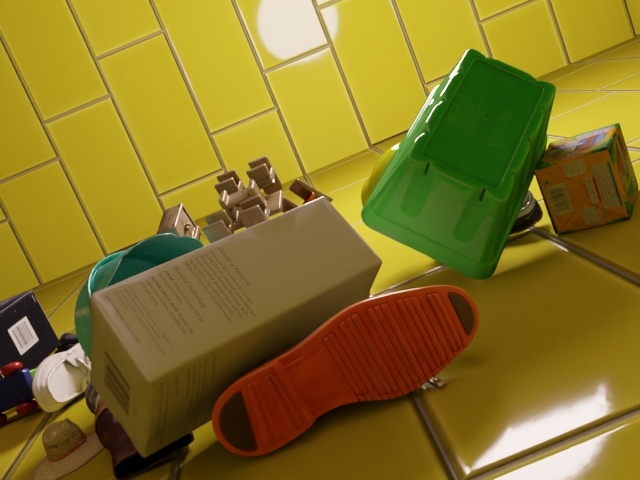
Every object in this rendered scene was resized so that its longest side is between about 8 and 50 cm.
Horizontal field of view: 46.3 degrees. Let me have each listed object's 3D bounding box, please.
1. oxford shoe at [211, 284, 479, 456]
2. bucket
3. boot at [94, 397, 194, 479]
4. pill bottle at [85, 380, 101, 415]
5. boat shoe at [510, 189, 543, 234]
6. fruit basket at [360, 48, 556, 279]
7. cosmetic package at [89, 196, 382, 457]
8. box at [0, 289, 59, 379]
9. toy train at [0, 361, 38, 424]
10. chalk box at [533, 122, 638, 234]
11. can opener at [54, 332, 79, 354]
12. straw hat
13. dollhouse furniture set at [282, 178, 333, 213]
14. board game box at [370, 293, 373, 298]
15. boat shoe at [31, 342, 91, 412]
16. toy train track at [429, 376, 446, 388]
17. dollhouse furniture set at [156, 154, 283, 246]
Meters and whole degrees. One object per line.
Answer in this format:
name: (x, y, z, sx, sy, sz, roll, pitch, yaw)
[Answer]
oxford shoe: (0.029, 0.151, 0.983, 0.363, 0.130, 0.133, -24, 3, 2)
bucket: (-0.298, 0.131, 1.361, 0.183, 0.281, 0.281, -15, 13, 48)
boot: (-0.219, 0.257, 1.149, 0.248, 0.090, 0.207, -25, 24, -18)
pill bottle: (-0.358, 0.270, 1.284, 0.078, 0.078, 0.137, -29, 11, -26)
boat shoe: (0.305, -0.028, 1.418, 0.227, 0.068, 0.081, -19, 49, 30)
fruit basket: (0.226, -0.108, 1.352, 0.392, 0.283, 0.392, -61, -8, -16)
cosmetic package: (-0.116, 0.114, 1.063, 0.385, 0.156, 0.217, -25, -30, -34)
box: (-0.886, 0.294, 1.913, 0.294, 0.183, 0.296, -22, 11, 9)
toy train: (-0.665, 0.330, 1.585, 0.248, 0.105, 0.143, -25, -5, 20)
chalk box: (0.478, -0.118, 1.328, 0.132, 0.132, 0.213, -15, 15, 32)
can opener: (-0.573, 0.249, 1.867, 0.186, 0.073, 0.059, -19, -27, 2)
straw hat: (-0.413, 0.321, 1.205, 0.144, 0.061, 0.144, -22, 12, 5)
dollhouse furniture set: (-0.117, 0.023, 1.564, 0.259, 0.135, 0.262, -43, 20, 51)
board game box: (0.000, 0.134, 1.307, 0.193, 0.045, 0.147, -23, 12, -1)
boat shoe: (-0.487, 0.257, 1.533, 0.096, 0.098, 0.277, -21, 11, 13)
toy train track: (0.138, 0.172, 0.964, 0.048, 0.014, 0.083, -25, 13, -12)
dollhouse furniture set: (-0.177, -0.018, 1.506, 0.242, 0.161, 0.212, -21, 30, 13)
